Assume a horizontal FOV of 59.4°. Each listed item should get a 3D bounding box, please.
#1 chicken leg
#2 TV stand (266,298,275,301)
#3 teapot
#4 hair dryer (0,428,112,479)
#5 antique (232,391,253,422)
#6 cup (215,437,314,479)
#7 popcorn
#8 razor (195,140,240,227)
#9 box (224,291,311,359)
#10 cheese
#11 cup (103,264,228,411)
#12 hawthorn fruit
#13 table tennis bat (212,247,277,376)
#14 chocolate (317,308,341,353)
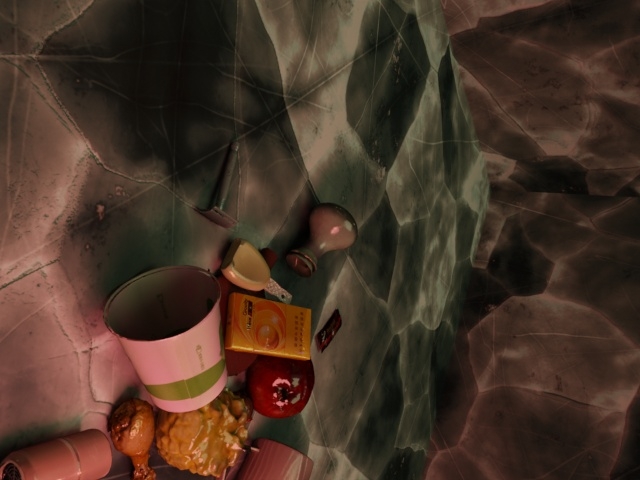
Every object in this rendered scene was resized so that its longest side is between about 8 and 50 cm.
[{"bbox_3d":[-0.421,0.475,1.297,0.107,0.087,0.251,-28,127,-42],"label":"chicken leg"},{"bbox_3d":[-0.208,0.278,1.654,0.256,0.049,0.040,-58,140,-36],"label":"TV stand"},{"bbox_3d":[0.000,0.000,1.856,0.251,0.184,0.183,-48,136,-28],"label":"teapot"},{"bbox_3d":[-0.538,0.559,1.107,0.189,0.107,0.343,2,100,-60],"label":"hair dryer"},{"bbox_3d":[-0.240,0.478,1.592,0.104,0.104,0.103,-18,111,-58],"label":"antique"},{"bbox_3d":[-0.186,0.742,1.673,0.208,0.289,0.273,117,-2,-59],"label":"cup"},{"bbox_3d":[-0.284,0.465,1.389,0.249,0.226,0.249,-23,121,-47],"label":"popcorn"},{"bbox_3d":[-0.250,-0.159,1.493,0.106,0.068,0.231,39,57,-56],"label":"razor"},{"bbox_3d":[-0.139,0.244,1.561,0.269,0.044,0.152,18,62,-37],"label":"box"},{"bbox_3d":[-0.168,0.106,1.580,0.251,0.054,0.127,42,52,-31],"label":"cheese"},{"bbox_3d":[-0.328,0.231,1.268,0.253,0.253,0.273,-47,141,-46],"label":"cup"},{"bbox_3d":[-0.120,0.423,1.652,0.266,0.211,0.230,-108,-145,-81],"label":"hawthorn fruit"},{"bbox_3d":[-0.223,0.185,1.575,0.268,0.051,0.414,54,45,-33],"label":"table tennis bat"},{"bbox_3d":[0.038,0.339,2.110,0.182,0.028,0.086,-44,130,-45],"label":"chocolate"}]
